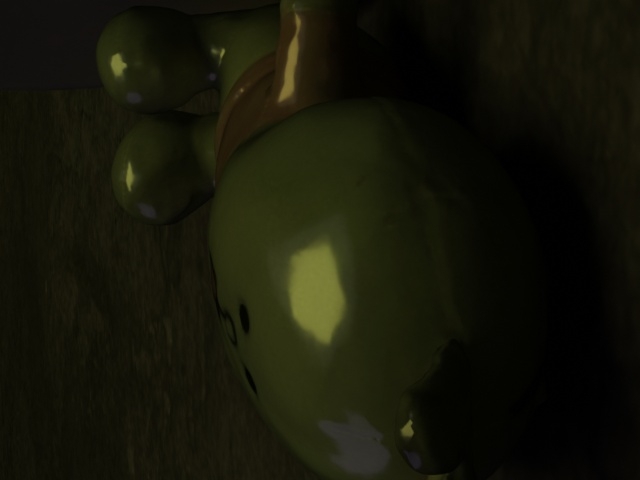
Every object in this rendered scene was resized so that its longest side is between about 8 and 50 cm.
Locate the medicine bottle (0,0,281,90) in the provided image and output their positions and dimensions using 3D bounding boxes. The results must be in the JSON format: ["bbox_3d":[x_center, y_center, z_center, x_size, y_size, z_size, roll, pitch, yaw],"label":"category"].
[{"bbox_3d":[-0.112,-0.235,0.616,0.241,0.241,0.301,144,121,-68],"label":"medicine bottle"}]

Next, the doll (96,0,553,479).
[{"bbox_3d":[0.010,-0.005,0.516,0.275,0.113,0.154,-129,31,-50],"label":"doll"}]
